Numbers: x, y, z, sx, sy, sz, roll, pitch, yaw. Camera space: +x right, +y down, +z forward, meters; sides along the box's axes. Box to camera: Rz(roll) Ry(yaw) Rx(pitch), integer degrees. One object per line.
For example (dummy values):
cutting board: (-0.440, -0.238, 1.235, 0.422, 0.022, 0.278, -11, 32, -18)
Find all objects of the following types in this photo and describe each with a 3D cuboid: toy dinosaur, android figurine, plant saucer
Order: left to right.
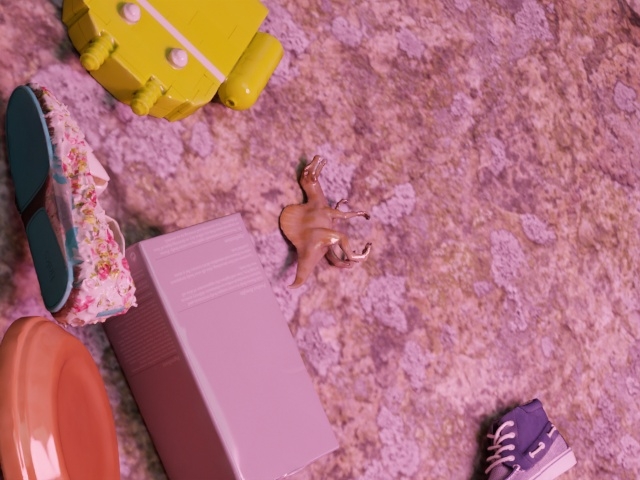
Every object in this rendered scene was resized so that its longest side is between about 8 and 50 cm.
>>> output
plant saucer: (-0.195, 0.154, 1.028, 0.200, 0.037, 0.200, -12, 90, -83)
android figurine: (-0.150, -0.230, 1.326, 0.248, 0.056, 0.273, 45, 45, -17)
toy dinosaur: (0.000, 0.000, 1.363, 0.093, 0.053, 0.183, 20, 49, -16)

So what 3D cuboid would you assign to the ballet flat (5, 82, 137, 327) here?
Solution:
ballet flat: (-0.212, -0.028, 1.134, 0.077, 0.091, 0.241, 9, 51, -39)

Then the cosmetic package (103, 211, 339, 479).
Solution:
cosmetic package: (-0.095, 0.107, 1.181, 0.127, 0.107, 0.238, -16, 85, -45)

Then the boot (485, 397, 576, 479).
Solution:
boot: (0.195, 0.233, 1.411, 0.190, 0.069, 0.086, -19, 76, -53)
